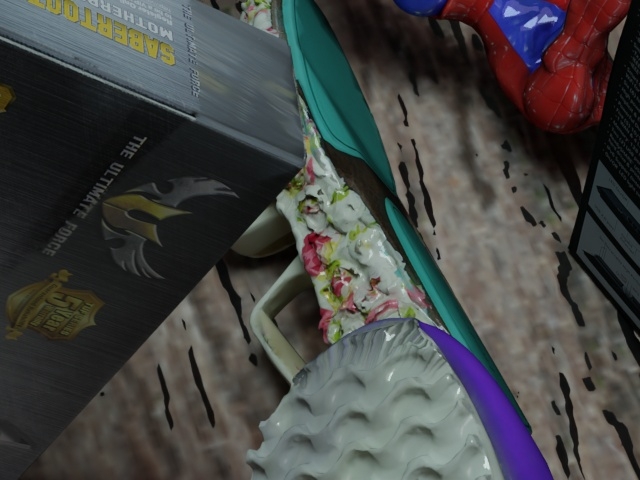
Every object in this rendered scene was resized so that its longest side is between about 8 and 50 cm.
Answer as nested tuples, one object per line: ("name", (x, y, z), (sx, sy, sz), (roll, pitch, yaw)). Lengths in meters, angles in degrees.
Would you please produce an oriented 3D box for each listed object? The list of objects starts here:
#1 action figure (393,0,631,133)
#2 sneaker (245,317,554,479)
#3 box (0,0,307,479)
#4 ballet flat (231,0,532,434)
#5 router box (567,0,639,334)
("action figure", (0.052, -0.142, 0.769), (0.280, 0.139, 0.091), (32, 22, -4))
("sneaker", (0.073, 0.166, 0.595), (0.102, 0.146, 0.293), (-27, 74, 30))
("box", (-0.143, -0.002, 0.581), (0.183, 0.231, 0.056), (23, 40, -29))
("ballet flat", (0.000, 0.000, 0.738), (0.077, 0.091, 0.241), (-32, 55, 11))
("router box", (0.249, -0.103, 0.712), (0.309, 0.243, 0.081), (-29, 62, -18))
